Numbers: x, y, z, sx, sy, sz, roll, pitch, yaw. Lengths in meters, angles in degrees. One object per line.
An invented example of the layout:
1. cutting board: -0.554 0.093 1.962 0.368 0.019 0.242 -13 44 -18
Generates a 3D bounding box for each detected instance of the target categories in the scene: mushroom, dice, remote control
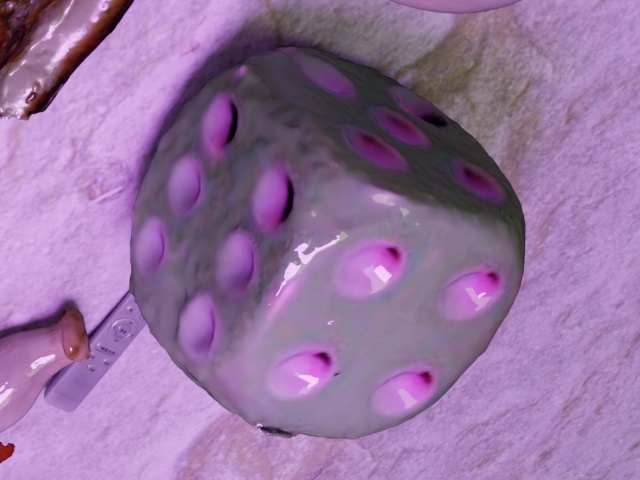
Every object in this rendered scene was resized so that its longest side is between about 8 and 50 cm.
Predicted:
1. mushroom: -0.353 0.158 1.887 0.212 0.088 0.097 -37 148 -3
2. dice: 0.000 0.000 1.768 0.330 0.318 0.322 13 121 -36
3. remote control: -0.262 0.128 1.954 0.184 0.027 0.050 -49 134 11

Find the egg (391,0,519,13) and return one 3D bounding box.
1. egg: 0.096 -0.366 1.525 0.336 0.278 0.278 25 114 -44

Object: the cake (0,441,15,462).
1. cake: -0.508 0.253 1.859 0.262 0.158 0.159 -38 108 -26

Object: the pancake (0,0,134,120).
1. pancake: -0.233 -0.254 1.489 0.427 0.067 0.305 -50 171 28
